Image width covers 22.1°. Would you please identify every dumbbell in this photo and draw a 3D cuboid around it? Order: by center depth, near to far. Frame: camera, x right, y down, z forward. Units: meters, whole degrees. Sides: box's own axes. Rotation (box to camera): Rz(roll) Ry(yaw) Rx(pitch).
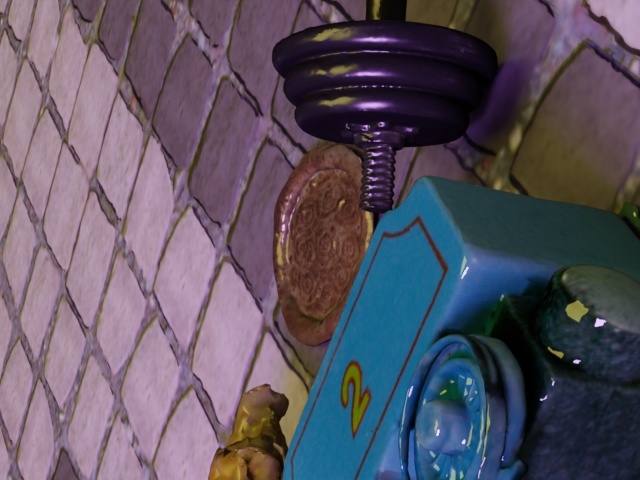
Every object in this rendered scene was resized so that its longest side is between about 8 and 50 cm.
[{"bbox_3d":[0.030,-0.115,0.722,0.099,0.099,0.208,-15,69,62],"label":"dumbbell"}]

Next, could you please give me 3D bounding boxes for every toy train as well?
[{"bbox_3d":[0.059,0.081,0.605,0.163,0.112,0.203,-115,42,-55],"label":"toy train"}]

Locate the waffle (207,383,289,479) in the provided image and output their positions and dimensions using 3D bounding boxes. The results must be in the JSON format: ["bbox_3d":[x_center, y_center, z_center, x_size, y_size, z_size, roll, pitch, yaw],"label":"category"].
[{"bbox_3d":[-0.040,0.209,0.768,0.245,0.052,0.254,-97,13,-61],"label":"waffle"}]

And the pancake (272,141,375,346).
[{"bbox_3d":[0.001,0.000,0.849,0.115,0.011,0.115,-23,64,58],"label":"pancake"}]
